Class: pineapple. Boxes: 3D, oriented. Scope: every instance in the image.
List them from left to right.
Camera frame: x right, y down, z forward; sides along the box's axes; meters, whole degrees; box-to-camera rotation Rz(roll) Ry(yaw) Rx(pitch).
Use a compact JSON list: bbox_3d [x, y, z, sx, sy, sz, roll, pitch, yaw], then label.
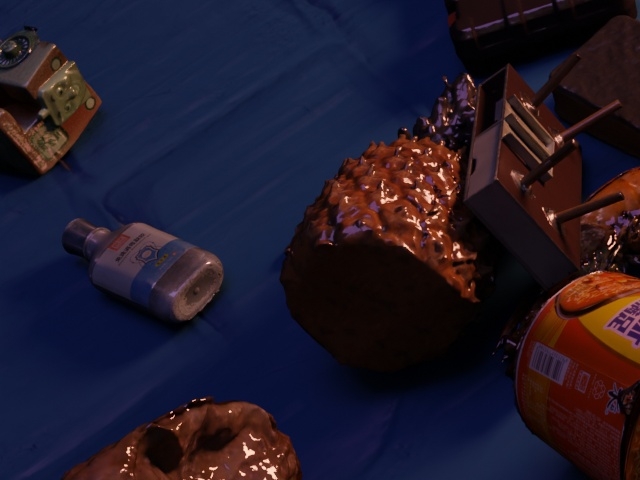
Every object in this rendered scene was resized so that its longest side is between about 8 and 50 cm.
[{"bbox_3d":[0.092,-0.038,1.926,0.202,0.202,0.362,-6,34,23],"label":"pineapple"}]

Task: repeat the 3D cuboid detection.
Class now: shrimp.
[{"bbox_3d":[0.291,0.033,1.821,0.290,0.054,0.222,-48,36,-20],"label":"shrimp"}]

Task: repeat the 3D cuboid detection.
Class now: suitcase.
[{"bbox_3d":[0.233,-0.317,2.211,0.206,0.066,0.285,-17,42,12],"label":"suitcase"}]

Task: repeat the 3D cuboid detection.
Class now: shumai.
[{"bbox_3d":[-0.088,0.299,1.659,0.217,0.346,0.283,-40,76,18],"label":"shumai"}]

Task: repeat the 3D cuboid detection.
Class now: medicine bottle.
[{"bbox_3d":[-0.196,0.024,2.106,0.208,0.054,0.090,22,61,41],"label":"medicine bottle"}]

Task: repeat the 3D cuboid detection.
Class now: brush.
[{"bbox_3d":[0.333,-0.150,1.997,0.123,0.059,0.197,-43,44,-14],"label":"brush"}]

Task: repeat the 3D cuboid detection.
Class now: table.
[{"bbox_3d":[0.221,-0.082,1.872,0.111,0.121,0.240,-35,21,25],"label":"table"}]

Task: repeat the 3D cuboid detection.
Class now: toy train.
[{"bbox_3d":[-0.417,-0.181,2.377,0.326,0.129,0.159,17,64,38],"label":"toy train"}]

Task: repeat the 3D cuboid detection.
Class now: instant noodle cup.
[{"bbox_3d":[0.275,0.125,1.658,0.213,0.213,0.174,-42,36,-15],"label":"instant noodle cup"}]

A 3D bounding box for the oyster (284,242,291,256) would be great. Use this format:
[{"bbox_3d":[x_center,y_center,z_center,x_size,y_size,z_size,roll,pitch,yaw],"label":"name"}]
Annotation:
[{"bbox_3d":[0.003,0.001,2.050,0.083,0.019,0.054,8,52,33],"label":"oyster"}]
